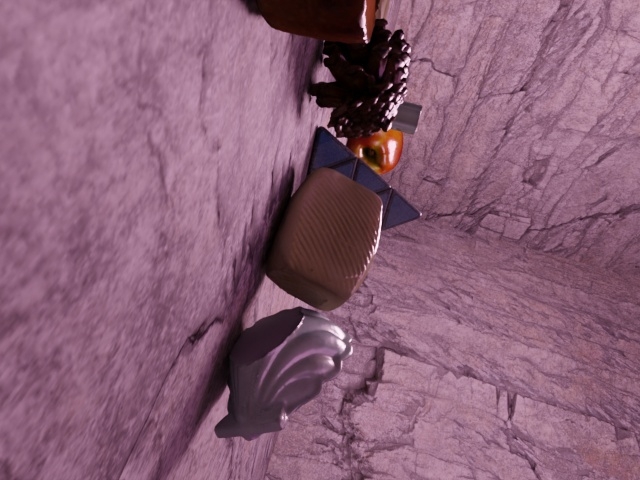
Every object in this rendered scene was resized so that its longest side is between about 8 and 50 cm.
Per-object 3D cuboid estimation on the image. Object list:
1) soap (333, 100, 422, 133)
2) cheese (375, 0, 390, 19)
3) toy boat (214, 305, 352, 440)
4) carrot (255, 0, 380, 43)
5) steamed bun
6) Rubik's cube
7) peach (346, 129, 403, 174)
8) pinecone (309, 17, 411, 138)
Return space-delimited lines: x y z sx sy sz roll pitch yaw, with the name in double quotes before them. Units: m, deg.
"soap" 0.138 -0.312 1.150 0.119 0.198 0.066 -51 157 -80
"cheese" 0.128 -0.548 1.093 0.137 0.065 0.227 103 4 -49
"toy boat" -0.063 0.180 0.737 0.100 0.200 0.290 67 21 -13
"carrot" 0.022 -0.318 0.367 0.258 0.100 0.306 -72 174 -65
"steamed bun" 0.000 0.000 0.846 0.153 0.170 0.238 -39 -154 56
"Rubik's cube" 0.041 -0.106 1.087 0.229 0.228 0.233 -13 171 -44
"peach" 0.202 -0.385 1.853 0.249 0.246 0.274 -42 -151 38
"pinecone" 0.069 -0.263 0.777 0.179 0.150 0.195 62 43 -83
